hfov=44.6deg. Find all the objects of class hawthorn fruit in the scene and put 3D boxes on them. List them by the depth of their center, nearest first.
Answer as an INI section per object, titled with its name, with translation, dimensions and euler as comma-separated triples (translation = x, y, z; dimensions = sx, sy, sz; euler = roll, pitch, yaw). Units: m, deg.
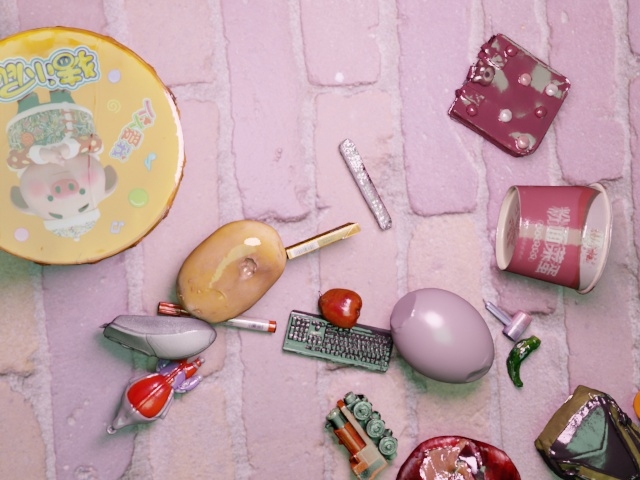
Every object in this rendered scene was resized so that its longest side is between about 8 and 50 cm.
[hawthorn fruit]
translation = 0.036, 0.134, 1.592
dimensions = 0.093, 0.081, 0.081
euler = 16, 89, 15

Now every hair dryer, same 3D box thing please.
[hair dryer]
translation = 0.394, 0.159, 1.683
dimensions = 0.114, 0.037, 0.063
euler = 40, 82, -3

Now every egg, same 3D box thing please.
[egg]
translation = 0.251, 0.198, 1.581
dimensions = 0.232, 0.176, 0.176
euler = 41, 84, -15

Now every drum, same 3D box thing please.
[drum]
translation = -0.451, -0.161, 1.412
dimensions = 0.431, 0.214, 0.431
euler = 0, 91, -11

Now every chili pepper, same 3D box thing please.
[chili pepper]
translation = 0.434, 0.256, 1.691
dimensions = 0.055, 0.035, 0.118
euler = 23, 83, 6

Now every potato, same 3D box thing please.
[potato]
translation = -0.176, 0.055, 1.507
dimensions = 0.234, 0.146, 0.150
euler = -42, 142, -2

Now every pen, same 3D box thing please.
[pen]
translation = -0.206, 0.154, 1.564
dimensions = 0.239, 0.028, 0.028
euler = 11, 90, -12

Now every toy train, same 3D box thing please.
[toy train]
translation = 0.082, 0.401, 1.609
dimensions = 0.118, 0.074, 0.176
euler = -37, 100, -4

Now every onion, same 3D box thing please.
[onion]
translation = 0.287, 0.534, 1.592
dimensions = 0.272, 0.195, 0.272
euler = -1, 101, -6

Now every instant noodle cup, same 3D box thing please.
[instant noodle cup]
translation = 0.469, -0.013, 1.601
dimensions = 0.178, 0.235, 0.235
euler = 7, 91, -1

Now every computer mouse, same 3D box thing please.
[computer mouse]
translation = -0.313, 0.191, 1.487
dimensions = 0.229, 0.113, 0.068
euler = 1, 58, 3

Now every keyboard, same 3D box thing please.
[keyboard]
translation = 0.039, 0.210, 1.617
dimensions = 0.230, 0.025, 0.094
euler = 13, 87, -11

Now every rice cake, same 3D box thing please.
[rice cake]
translation = 0.094, -0.114, 1.612
dimensions = 0.033, 0.033, 0.208
euler = -28, 97, -7

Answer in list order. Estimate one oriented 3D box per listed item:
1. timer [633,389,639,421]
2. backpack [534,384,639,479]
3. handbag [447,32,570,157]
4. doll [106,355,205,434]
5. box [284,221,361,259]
[timer]
translation = 0.776, 0.410, 1.735
dimensions = 0.132, 0.132, 0.152
euler = -30, 120, -9
[backpack]
translation = 0.604, 0.451, 1.677
dimensions = 0.253, 0.140, 0.207
euler = 41, 87, -5
[handbag]
translation = 0.397, -0.304, 1.645
dimensions = 0.216, 0.074, 0.203
euler = 32, 85, -10
[doll]
translation = -0.324, 0.295, 1.522
dimensions = 0.102, 0.075, 0.227
euler = 45, 73, 5
[box]
translation = 0.000, 0.000, 1.570
dimensions = 0.156, 0.089, 0.022
euler = -21, 97, -11
